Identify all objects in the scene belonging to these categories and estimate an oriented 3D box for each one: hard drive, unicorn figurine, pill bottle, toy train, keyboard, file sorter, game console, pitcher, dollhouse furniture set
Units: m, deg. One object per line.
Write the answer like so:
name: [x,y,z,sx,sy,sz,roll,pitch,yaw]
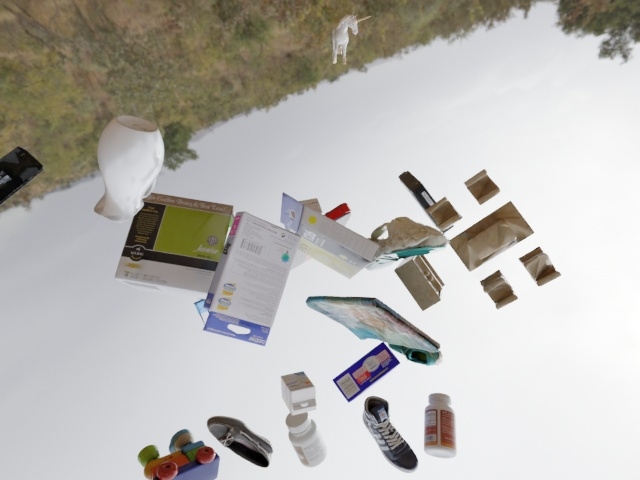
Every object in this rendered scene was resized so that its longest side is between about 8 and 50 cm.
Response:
hard drive: [0.452,-0.178,1.796,0.064,0.237,0.339,-37,-165,14]
unicorn figurine: [0.055,-0.497,1.010,0.060,0.111,0.162,-6,-150,-20]
pill bottle: [0.464,0.715,1.590,0.121,0.121,0.216,-12,-136,28]
toy train: [-0.361,0.504,0.890,0.248,0.105,0.143,-3,-163,-43]
keyboard: [-0.752,-0.145,0.945,0.038,0.100,0.192,-7,-139,34]
file sorter: [-0.478,0.318,1.898,0.170,0.118,0.104,-23,-119,-19]
pill bottle: [-0.065,0.837,1.747,0.131,0.229,0.131,-17,-158,7]
game console: [-0.036,-0.002,1.804,0.342,0.060,0.386,-29,165,-23]
pitcher: [-0.406,-0.165,0.899,0.126,0.207,0.177,23,-153,-2]
dollhouse furniture set: [0.459,0.033,1.310,0.394,0.362,0.256,-36,175,19]

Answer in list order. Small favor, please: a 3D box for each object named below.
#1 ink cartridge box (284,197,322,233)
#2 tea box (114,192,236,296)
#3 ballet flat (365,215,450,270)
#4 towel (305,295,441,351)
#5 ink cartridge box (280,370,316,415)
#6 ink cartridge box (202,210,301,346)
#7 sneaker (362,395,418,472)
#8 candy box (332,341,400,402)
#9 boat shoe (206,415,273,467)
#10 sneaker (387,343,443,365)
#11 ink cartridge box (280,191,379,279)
ink cartridge box: [-0.087,-0.109,1.975,0.148,0.085,0.203,-13,159,-16]
tea box: [-0.483,0.030,1.454,0.329,0.323,0.220,10,163,1]
ballet flat: [0.222,0.001,1.239,0.147,0.147,0.409,-34,-179,-24]
towel: [0.137,0.242,1.216,0.370,0.271,0.040,-12,-133,61]
ink cartridge box: [-0.075,0.537,1.437,0.092,0.089,0.143,-6,-171,-21]
ink cartridge box: [-0.180,0.100,1.066,0.065,0.186,0.311,-3,-113,54]
sneaker: [0.250,0.698,1.497,0.099,0.153,0.282,-23,-139,-25]
candy box: [0.197,0.579,1.777,0.268,0.122,0.317,-34,158,-9]
boat shoe: [-0.330,0.840,1.709,0.112,0.335,0.095,-44,-157,14]
sneaker: [0.407,0.486,1.826,0.110,0.106,0.275,-5,-171,-41]
ink cartridge box: [0.000,0.000,1.249,0.072,0.307,0.303,-63,180,-15]
